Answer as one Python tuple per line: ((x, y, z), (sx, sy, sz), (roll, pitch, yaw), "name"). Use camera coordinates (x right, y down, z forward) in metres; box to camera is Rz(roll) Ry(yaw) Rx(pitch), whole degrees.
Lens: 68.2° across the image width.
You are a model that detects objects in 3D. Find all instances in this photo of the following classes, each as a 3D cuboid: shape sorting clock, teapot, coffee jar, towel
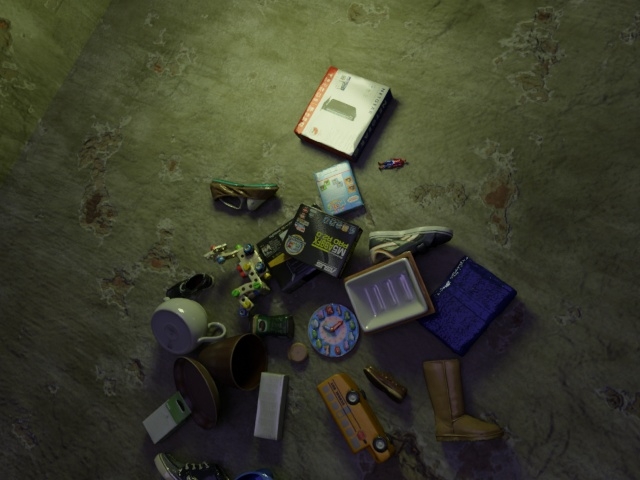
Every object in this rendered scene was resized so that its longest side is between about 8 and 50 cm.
((0.049, 0.348, 1.839), (0.206, 0.040, 0.206), (-5, 75, 17), "shape sorting clock")
((-0.558, 0.340, 1.973), (0.253, 0.187, 0.256), (-25, 96, 31), "teapot")
((-0.204, 0.345, 1.902), (0.185, 0.079, 0.096), (-2, 78, 17), "coffee jar")
((0.518, 0.236, 1.701), (0.228, 0.076, 0.308), (41, 92, 29), "towel")

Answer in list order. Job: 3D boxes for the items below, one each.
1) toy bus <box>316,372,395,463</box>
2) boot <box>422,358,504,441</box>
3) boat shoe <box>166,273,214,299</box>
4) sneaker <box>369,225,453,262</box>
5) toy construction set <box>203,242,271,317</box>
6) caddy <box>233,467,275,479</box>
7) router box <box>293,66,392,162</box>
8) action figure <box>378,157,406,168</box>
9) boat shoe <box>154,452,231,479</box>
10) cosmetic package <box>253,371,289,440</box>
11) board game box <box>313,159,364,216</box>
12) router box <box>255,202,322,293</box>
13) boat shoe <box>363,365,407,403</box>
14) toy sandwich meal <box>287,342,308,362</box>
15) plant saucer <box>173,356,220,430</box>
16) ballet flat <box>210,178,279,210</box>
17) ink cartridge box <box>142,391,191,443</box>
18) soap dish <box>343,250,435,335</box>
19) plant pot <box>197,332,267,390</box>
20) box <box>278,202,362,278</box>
((0.129, 0.641, 1.703), (0.130, 0.108, 0.332), (-36, 69, 7), "toy bus")
((0.484, 0.543, 1.623), (0.236, 0.089, 0.269), (-9, 73, 16), "boot")
((-0.583, 0.199, 2.065), (0.233, 0.079, 0.084), (-21, 73, 14), "boat shoe")
((0.338, 0.025, 1.782), (0.321, 0.126, 0.127), (-6, 70, 28), "sneaker")
((-0.327, 0.136, 1.968), (0.215, 0.151, 0.327), (-38, 79, 6), "toy construction set")
((-0.251, 0.997, 1.702), (0.241, 0.179, 0.341), (33, 89, 23), "caddy")
((0.097, -0.542, 2.023), (0.301, 0.082, 0.335), (27, 86, 22), "router box")
((0.293, -0.317, 1.933), (0.115, 0.030, 0.038), (-8, 69, 14), "action figure")
((-0.485, 0.910, 1.846), (0.341, 0.127, 0.158), (35, 76, 20), "boat shoe")
((-0.188, 0.638, 1.834), (0.099, 0.060, 0.238), (2, 78, 21), "cosmetic package")
((0.075, -0.210, 1.968), (0.160, 0.039, 0.211), (-20, 69, 10), "board game box")
((-0.076, 0.034, 1.936), (0.309, 0.081, 0.242), (-34, 69, 7), "router box")
((0.237, 0.518, 1.730), (0.178, 0.064, 0.060), (35, 59, 21), "boat shoe")
((-0.088, 0.445, 1.868), (0.086, 0.029, 0.085), (-4, 73, 13), "toy sandwich meal")
((-0.484, 0.597, 1.872), (0.311, 0.050, 0.310), (18, 118, 40), "plant saucer")
((-0.336, -0.197, 2.075), (0.343, 0.116, 0.124), (7, 99, 20), "ballet flat")
((-0.619, 0.728, 1.952), (0.209, 0.062, 0.109), (-41, 68, 5), "ink cartridge box")
((0.251, 0.194, 1.723), (0.291, 0.118, 0.228), (-26, 81, 28), "soap dish")
((-0.368, 0.476, 1.872), (0.231, 0.215, 0.215), (-6, 74, 31), "plant pot")
((0.000, 0.000, 1.843), (0.270, 0.060, 0.216), (24, 84, 21), "box")
